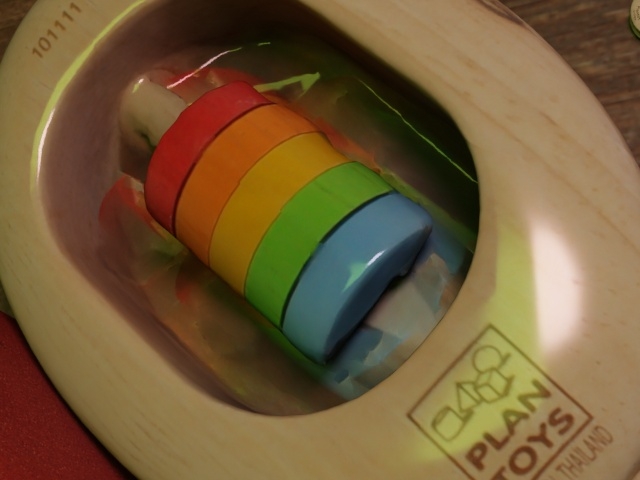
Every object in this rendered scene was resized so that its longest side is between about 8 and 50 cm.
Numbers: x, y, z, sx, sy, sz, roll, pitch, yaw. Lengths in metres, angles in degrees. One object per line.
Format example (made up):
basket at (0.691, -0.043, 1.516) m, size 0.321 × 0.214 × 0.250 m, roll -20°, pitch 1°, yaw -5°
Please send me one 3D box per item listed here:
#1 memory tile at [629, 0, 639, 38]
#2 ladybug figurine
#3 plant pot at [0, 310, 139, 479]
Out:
memory tile at (0.224, -0.196, 0.671) m, size 0.113 × 0.012 × 0.148 m, roll -18°, pitch 67°, yaw 16°
ladybug figurine at (0.000, 0.000, 0.617) m, size 0.305 × 0.162 × 0.449 m, roll -48°, pitch 62°, yaw 3°
plant pot at (-0.209, 0.177, 0.607) m, size 0.267 × 0.267 × 0.236 m, roll -35°, pitch 52°, yaw 9°
